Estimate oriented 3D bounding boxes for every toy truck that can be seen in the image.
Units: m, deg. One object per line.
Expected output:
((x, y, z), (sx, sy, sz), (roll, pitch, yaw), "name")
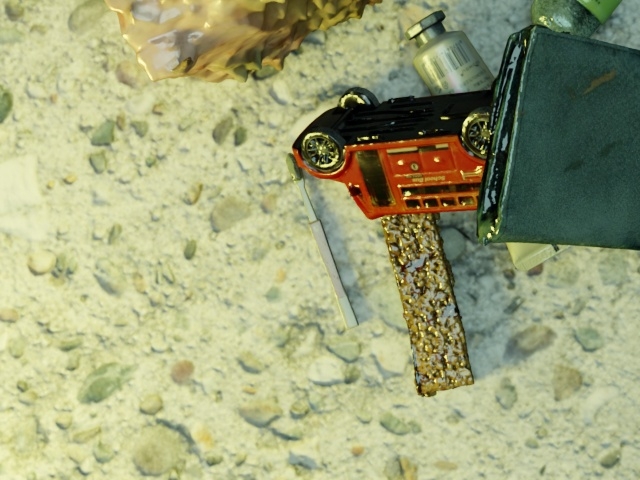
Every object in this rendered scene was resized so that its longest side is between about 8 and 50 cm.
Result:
((0.104, -0.086, 1.087), (0.253, 0.107, 0.114), (-4, 120, 30), "toy truck")

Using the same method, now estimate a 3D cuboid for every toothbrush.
((0.000, 0.000, 1.168), (0.014, 0.017, 0.194), (-20, 92, 9), "toothbrush")

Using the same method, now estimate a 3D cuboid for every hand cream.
((0.174, -0.105, 1.141), (0.095, 0.059, 0.276), (-30, 93, 10), "hand cream")
((0.284, -0.277, 1.134), (0.095, 0.046, 0.175), (38, 91, 5), "hand cream")

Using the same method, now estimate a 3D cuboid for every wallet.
((0.302, -0.079, 1.034), (0.379, 0.046, 0.191), (4, 97, -34), "wallet")

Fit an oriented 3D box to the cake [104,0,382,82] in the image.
((-0.054, -0.327, 1.030), (0.307, 0.314, 0.293), (-31, 86, 12), "cake")

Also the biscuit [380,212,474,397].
((0.110, 0.060, 1.153), (0.064, 0.034, 0.199), (-12, 91, 4), "biscuit")
